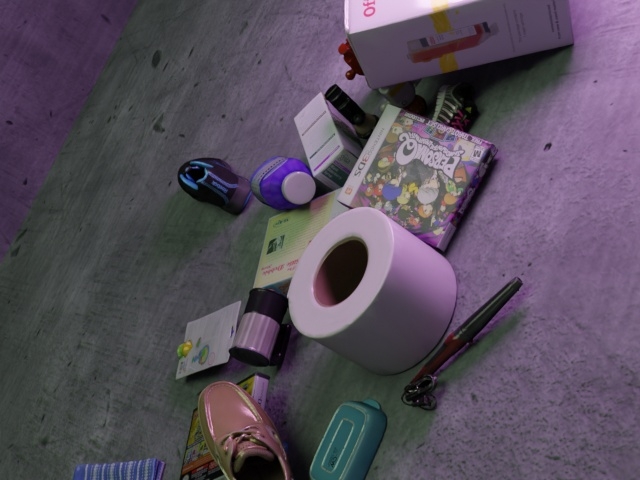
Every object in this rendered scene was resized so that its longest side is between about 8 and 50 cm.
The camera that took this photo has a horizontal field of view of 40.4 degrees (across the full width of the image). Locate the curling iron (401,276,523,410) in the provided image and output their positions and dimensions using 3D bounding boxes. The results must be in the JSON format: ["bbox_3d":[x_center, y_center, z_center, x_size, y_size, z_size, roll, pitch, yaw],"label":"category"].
[{"bbox_3d":[0.226,0.165,1.374,0.274,0.035,0.068,-50,38,11],"label":"curling iron"}]

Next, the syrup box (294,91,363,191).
[{"bbox_3d":[0.024,-0.210,1.885,0.096,0.093,0.236,-42,36,21],"label":"syrup box"}]

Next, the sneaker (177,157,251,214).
[{"bbox_3d":[-0.298,-0.168,2.219,0.341,0.140,0.125,21,82,57],"label":"sneaker"}]

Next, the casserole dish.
[{"bbox_3d":[0.040,0.348,1.459,0.114,0.037,0.188,11,73,55],"label":"casserole dish"}]

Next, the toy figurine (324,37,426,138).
[{"bbox_3d":[0.135,-0.333,1.812,0.210,0.148,0.213,-13,51,39],"label":"toy figurine"}]

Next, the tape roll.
[{"bbox_3d":[0.088,0.087,1.492,0.246,0.169,0.246,-33,41,33],"label":"tape roll"}]

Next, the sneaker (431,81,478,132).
[{"bbox_3d":[0.256,-0.232,1.636,0.075,0.063,0.170,-19,49,41],"label":"sneaker"}]

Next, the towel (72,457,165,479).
[{"bbox_3d":[-0.476,0.600,1.907,0.336,0.040,0.243,-18,51,44],"label":"towel"}]

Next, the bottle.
[{"bbox_3d":[-0.076,-0.122,1.873,0.118,0.092,0.283,-41,15,-5],"label":"bottle"}]

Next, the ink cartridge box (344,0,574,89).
[{"bbox_3d":[0.251,-0.465,1.621,0.385,0.160,0.279,-10,52,16],"label":"ink cartridge box"}]

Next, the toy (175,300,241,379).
[{"bbox_3d":[-0.230,0.225,1.887,0.237,0.056,0.136,-22,50,48],"label":"toy"}]

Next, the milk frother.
[{"bbox_3d":[-0.084,0.171,1.678,0.143,0.129,0.134,-22,43,50],"label":"milk frother"}]

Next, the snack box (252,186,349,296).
[{"bbox_3d":[0.000,0.000,1.773,0.322,0.060,0.187,-20,47,42],"label":"snack box"}]

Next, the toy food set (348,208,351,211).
[{"bbox_3d":[0.067,-0.039,1.652,0.122,0.019,0.078,-43,37,1],"label":"toy food set"}]

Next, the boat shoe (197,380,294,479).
[{"bbox_3d":[-0.112,0.365,1.477,0.122,0.110,0.341,-26,57,-16],"label":"boat shoe"}]

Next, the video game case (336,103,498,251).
[{"bbox_3d":[0.172,-0.118,1.582,0.232,0.042,0.210,27,88,31],"label":"video game case"}]

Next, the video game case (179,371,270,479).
[{"bbox_3d":[-0.194,0.407,1.666,0.275,0.035,0.248,-37,37,47],"label":"video game case"}]

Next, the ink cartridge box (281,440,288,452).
[{"bbox_3d":[-0.090,0.401,1.568,0.028,0.048,0.083,-21,49,42],"label":"ink cartridge box"}]
